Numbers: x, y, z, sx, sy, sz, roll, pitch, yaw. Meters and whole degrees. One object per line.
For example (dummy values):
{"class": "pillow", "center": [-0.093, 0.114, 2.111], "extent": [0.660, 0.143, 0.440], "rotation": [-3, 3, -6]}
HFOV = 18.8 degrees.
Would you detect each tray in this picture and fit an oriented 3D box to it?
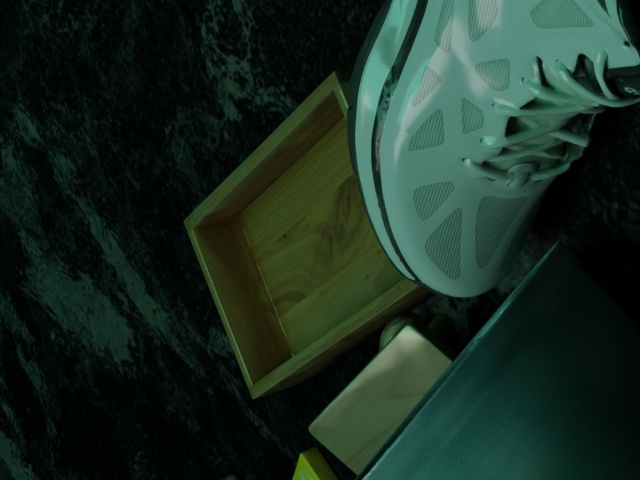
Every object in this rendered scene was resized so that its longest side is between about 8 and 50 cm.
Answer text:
{"class": "tray", "center": [0.000, 0.000, 1.846], "extent": [0.411, 0.076, 0.203], "rotation": [-39, 71, 60]}

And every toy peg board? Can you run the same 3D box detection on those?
{"class": "toy peg board", "center": [0.105, 0.155, 1.696], "extent": [0.160, 0.079, 0.161], "rotation": [41, 125, 0]}

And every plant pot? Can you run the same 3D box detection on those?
{"class": "plant pot", "center": [0.161, 0.173, 1.466], "extent": [0.196, 0.293, 0.293], "rotation": [40, 146, 5]}

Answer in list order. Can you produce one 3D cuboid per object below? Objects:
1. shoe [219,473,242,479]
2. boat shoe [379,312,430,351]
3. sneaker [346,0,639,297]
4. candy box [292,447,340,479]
{"class": "shoe", "center": [-0.095, 0.384, 2.250], "extent": [0.076, 0.058, 0.219], "rotation": [-15, 91, 63]}
{"class": "boat shoe", "center": [0.091, 0.158, 1.776], "extent": [0.060, 0.064, 0.178], "rotation": [29, 127, 56]}
{"class": "sneaker", "center": [0.159, -0.108, 1.386], "extent": [0.257, 0.169, 0.447], "rotation": [44, 139, 46]}
{"class": "candy box", "center": [0.029, 0.326, 2.025], "extent": [0.206, 0.027, 0.105], "rotation": [53, 144, 32]}
